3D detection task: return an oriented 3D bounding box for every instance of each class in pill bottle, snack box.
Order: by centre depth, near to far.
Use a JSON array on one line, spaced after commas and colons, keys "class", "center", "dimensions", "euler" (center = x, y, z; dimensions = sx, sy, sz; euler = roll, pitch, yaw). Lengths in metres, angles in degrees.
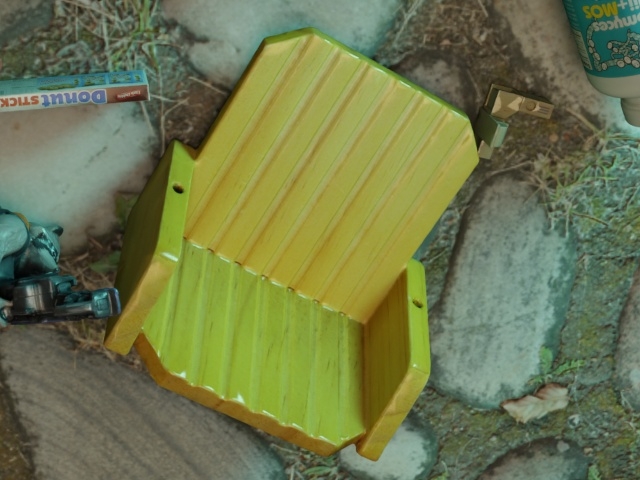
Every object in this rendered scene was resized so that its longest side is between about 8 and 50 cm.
[{"class": "snack box", "center": [-0.278, -0.163, 1.462], "dimensions": [0.178, 0.064, 0.022], "euler": [-6, 112, -9]}, {"class": "pill bottle", "center": [0.352, -0.262, 1.504], "dimensions": [0.146, 0.146, 0.264], "euler": [-25, 115, 0]}]

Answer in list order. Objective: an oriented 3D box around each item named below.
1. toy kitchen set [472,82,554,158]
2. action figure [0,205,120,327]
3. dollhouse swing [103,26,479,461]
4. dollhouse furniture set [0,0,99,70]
[{"class": "toy kitchen set", "center": [0.229, -0.130, 1.577], "dimensions": [0.075, 0.068, 0.083], "euler": [12, 110, -16]}, {"class": "action figure", "center": [-0.375, 0.009, 1.401], "dimensions": [0.341, 0.330, 0.178], "euler": [-3, 86, 29]}, {"class": "dollhouse swing", "center": [0.000, 0.000, 1.478], "dimensions": [0.347, 0.315, 0.305], "euler": [27, 125, -20]}, {"class": "dollhouse furniture set", "center": [-0.301, -0.263, 1.283], "dimensions": [0.201, 0.152, 0.374], "euler": [47, 69, -23]}]
